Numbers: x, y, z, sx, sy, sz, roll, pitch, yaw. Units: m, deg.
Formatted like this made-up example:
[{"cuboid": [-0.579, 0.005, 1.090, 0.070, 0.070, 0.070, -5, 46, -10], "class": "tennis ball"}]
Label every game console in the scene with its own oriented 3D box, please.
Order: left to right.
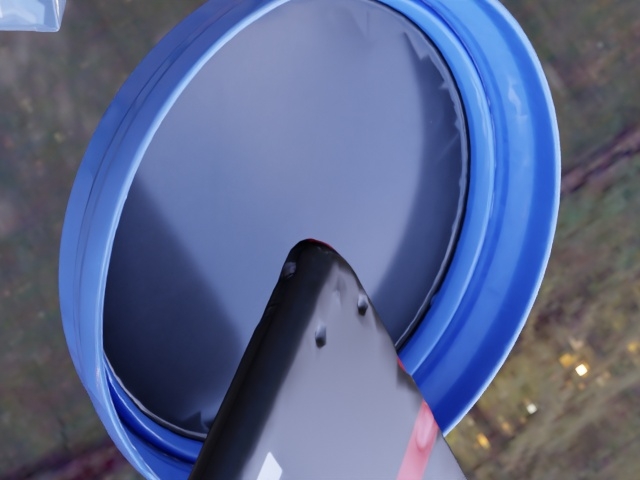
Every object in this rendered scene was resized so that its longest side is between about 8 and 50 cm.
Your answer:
[{"cuboid": [-0.007, 0.245, 0.793, 0.060, 0.342, 0.386, -4, -135, 30], "class": "game console"}]

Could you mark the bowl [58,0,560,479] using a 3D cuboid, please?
[{"cuboid": [0.000, 0.000, 0.966, 0.391, 0.077, 0.391, -18, 120, -34], "class": "bowl"}]

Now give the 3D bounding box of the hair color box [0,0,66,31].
[{"cuboid": [-0.300, -0.337, 1.259, 0.185, 0.374, 0.113, 0, 135, 1], "class": "hair color box"}]
